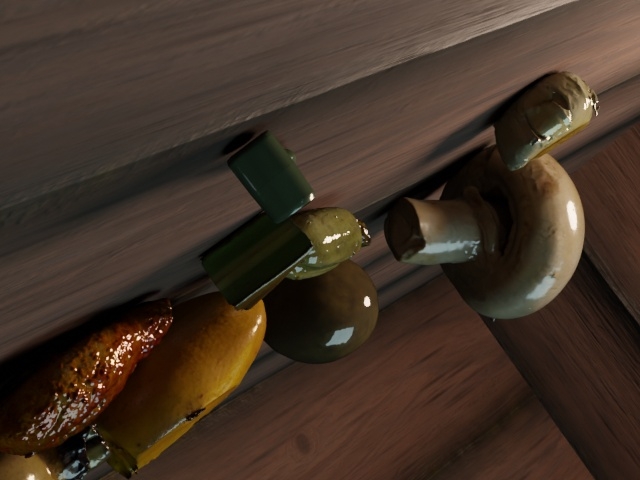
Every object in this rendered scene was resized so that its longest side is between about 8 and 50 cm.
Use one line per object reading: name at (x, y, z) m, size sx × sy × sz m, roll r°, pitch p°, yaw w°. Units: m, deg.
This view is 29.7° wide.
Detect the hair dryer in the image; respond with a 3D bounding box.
hair dryer at (-0.038, -0.064, 1.078) m, size 0.047 × 0.071 × 0.150 m, roll -34°, pitch -172°, yaw 10°

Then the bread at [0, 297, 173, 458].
bread at (-0.251, 0.145, 1.298) m, size 0.139 × 0.095 × 0.269 m, roll -31°, pitch 179°, yaw 34°

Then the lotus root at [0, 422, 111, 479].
lotus root at (-0.371, 0.282, 1.288) m, size 0.310 × 0.183 × 0.183 m, roll -29°, pitch 170°, yaw -27°

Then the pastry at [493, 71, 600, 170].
pastry at (0.320, -0.174, 1.745) m, size 0.166 × 0.088 × 0.166 m, roll -34°, pitch 171°, yaw -6°

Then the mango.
mango at (-0.175, 0.155, 1.472) m, size 0.257 × 0.138 × 0.187 m, roll -46°, pitch -171°, yaw -26°

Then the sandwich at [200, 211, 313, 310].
sandwich at (-0.065, 0.018, 1.365) m, size 0.116 × 0.074 × 0.074 m, roll -36°, pitch 170°, yaw 5°

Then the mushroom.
mushroom at (0.257, -0.025, 1.927) m, size 0.290 × 0.292 × 0.292 m, roll 7°, pitch 147°, yaw -32°

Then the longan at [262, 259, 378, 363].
longan at (-0.011, 0.095, 1.784) m, size 0.185 × 0.159 × 0.204 m, roll -15°, pitch -155°, yaw -16°

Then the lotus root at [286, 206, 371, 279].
lotus root at (-0.001, -0.001, 1.494) m, size 0.090 × 0.077 × 0.183 m, roll -31°, pitch 172°, yaw 33°
